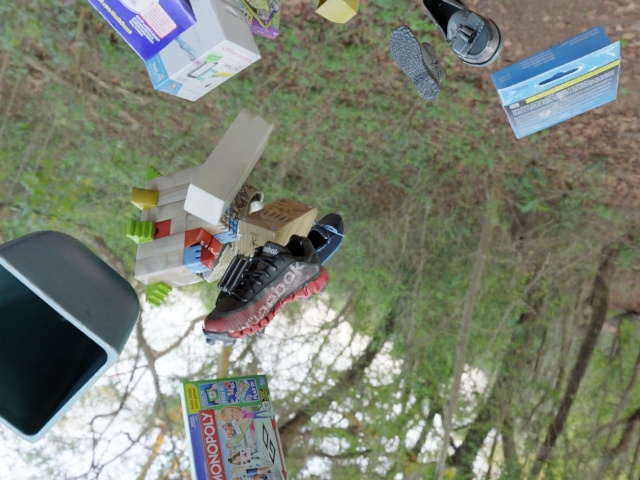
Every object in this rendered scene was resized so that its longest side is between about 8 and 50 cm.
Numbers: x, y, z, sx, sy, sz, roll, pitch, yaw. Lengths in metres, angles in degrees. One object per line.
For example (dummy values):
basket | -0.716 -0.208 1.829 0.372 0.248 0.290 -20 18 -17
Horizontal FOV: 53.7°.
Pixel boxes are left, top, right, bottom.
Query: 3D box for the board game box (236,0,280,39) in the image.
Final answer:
board game box | -0.223 -0.835 2.018 0.208 0.347 0.056 8 166 -24

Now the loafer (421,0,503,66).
loafer | 0.276 -0.435 1.285 0.084 0.096 0.268 17 -150 -27

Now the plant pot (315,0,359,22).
plant pot | 0.050 -0.596 1.584 0.083 0.082 0.081 30 148 -28

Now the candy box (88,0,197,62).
candy box | -0.344 -0.489 1.037 0.268 0.122 0.317 48 -167 -44

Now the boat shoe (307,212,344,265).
boat shoe | 0.000 0.000 1.735 0.108 0.258 0.089 6 132 20

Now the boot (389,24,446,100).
boot | 0.289 -0.545 1.866 0.083 0.161 0.247 -17 122 32

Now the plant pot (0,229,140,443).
plant pot | -0.458 0.128 1.073 0.247 0.248 0.252 42 -162 -11

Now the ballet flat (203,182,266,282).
ballet flat | -0.231 -0.039 1.893 0.181 0.164 0.483 11 -148 -7

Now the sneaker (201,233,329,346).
sneaker | -0.103 0.077 1.118 0.276 0.135 0.097 -32 -147 -34

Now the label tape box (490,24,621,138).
label tape box | 0.529 -0.368 1.432 0.249 0.115 0.347 -21 164 20

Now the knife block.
knife block | -0.116 0.056 1.351 0.088 0.242 0.275 19 -154 20

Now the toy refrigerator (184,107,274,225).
toy refrigerator | -0.211 -0.175 1.452 0.094 0.270 0.102 28 145 -3

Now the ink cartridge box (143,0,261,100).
ink cartridge box | -0.356 -0.571 1.837 0.270 0.197 0.198 -26 170 23

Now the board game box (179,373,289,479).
board game box | -0.202 0.476 1.483 0.213 0.317 0.046 0 144 -26

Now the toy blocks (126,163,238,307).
toy blocks | -0.327 -0.042 1.620 0.260 0.382 0.191 -13 150 20
